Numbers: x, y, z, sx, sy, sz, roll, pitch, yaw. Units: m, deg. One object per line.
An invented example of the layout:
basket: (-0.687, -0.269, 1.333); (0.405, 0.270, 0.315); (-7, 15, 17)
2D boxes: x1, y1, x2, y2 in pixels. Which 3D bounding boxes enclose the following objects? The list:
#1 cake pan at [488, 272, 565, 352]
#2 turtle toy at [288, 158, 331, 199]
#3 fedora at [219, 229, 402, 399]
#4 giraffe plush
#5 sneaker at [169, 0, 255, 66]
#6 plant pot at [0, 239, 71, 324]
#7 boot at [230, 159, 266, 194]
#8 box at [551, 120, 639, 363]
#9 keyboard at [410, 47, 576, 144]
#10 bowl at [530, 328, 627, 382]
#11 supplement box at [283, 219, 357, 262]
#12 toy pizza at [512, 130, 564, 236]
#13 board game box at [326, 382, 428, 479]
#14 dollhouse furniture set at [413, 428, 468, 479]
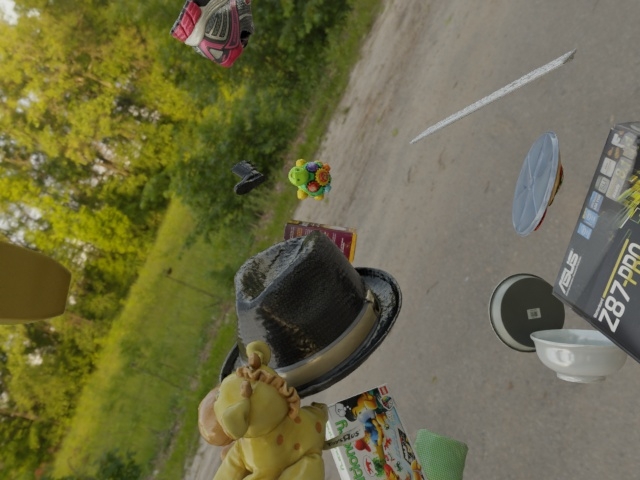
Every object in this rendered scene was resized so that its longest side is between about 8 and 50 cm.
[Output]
cake pan: (0.759, 0.261, 1.929); (0.054, 0.293, 0.293); (139, 153, -78)
turtle toy: (-0.022, -0.143, 1.221); (0.066, 0.130, 0.095); (-6, 87, 50)
fedora: (-0.040, 0.088, 0.806); (0.334, 0.152, 0.334); (-24, 17, 8)
giraffe plush: (-0.074, 0.229, 0.638); (0.210, 0.170, 0.181); (-35, 26, -6)
sneaker: (-0.163, -0.404, 0.953); (0.121, 0.112, 0.299); (-38, 23, 41)
plant pot: (-0.323, 0.054, 0.578); (0.081, 0.083, 0.081); (-15, 65, 47)
boot: (-0.239, -0.197, 1.635); (0.121, 0.099, 0.045); (-34, -32, -28)
box: (0.619, 0.023, 0.960); (0.318, 0.097, 0.395); (-126, 33, -50)
keyboard: (0.244, -0.205, 0.781); (0.256, 0.014, 0.072); (-24, 6, 46)
bowl: (0.828, 0.371, 1.691); (0.298, 0.298, 0.134); (178, 92, -69)
supplement box: (0.000, 0.000, 1.414); (0.104, 0.188, 0.081); (-70, -13, -80)
toy pizza: (0.412, -0.104, 0.998); (0.201, 0.032, 0.201); (13, -90, -86)
board game box: (0.133, 0.517, 1.262); (0.305, 0.193, 0.053); (67, 149, 19)
dollhouse furniture set: (0.277, 0.623, 1.535); (0.151, 0.301, 0.197); (86, -159, -54)
